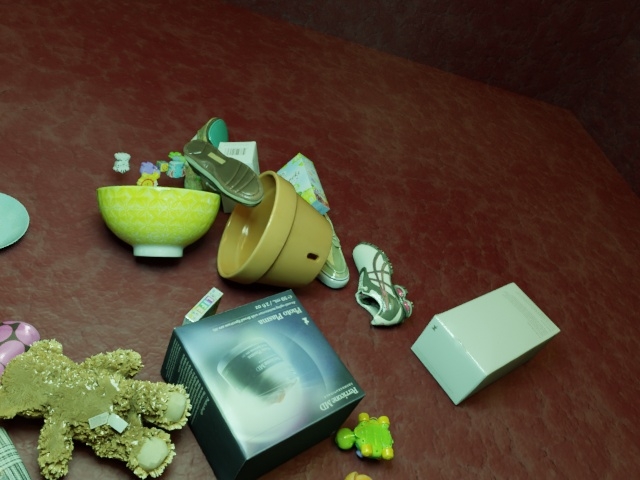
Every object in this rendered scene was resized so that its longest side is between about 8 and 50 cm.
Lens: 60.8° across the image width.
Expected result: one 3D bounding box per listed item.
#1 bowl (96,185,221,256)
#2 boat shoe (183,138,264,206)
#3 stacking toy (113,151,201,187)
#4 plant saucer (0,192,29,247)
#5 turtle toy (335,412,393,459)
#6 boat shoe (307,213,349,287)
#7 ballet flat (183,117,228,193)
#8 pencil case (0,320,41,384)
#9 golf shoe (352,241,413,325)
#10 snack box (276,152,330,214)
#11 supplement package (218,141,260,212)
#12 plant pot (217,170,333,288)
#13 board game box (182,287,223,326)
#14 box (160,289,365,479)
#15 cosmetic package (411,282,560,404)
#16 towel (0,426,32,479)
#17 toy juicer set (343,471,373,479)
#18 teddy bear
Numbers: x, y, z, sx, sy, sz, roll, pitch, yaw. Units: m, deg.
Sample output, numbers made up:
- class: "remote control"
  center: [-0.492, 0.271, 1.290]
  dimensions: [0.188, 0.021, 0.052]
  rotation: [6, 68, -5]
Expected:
- class: "bowl"
  center: [-0.390, -0.039, 1.323]
  dimensions: [0.289, 0.289, 0.156]
  rotation: [2, 88, -26]
- class: "boat shoe"
  center: [-0.235, -0.153, 1.356]
  dimensions: [0.095, 0.095, 0.257]
  rotation: [-36, 62, -28]
- class: "stacking toy"
  center: [-0.413, -0.183, 1.441]
  dimensions: [0.221, 0.052, 0.167]
  rotation: [-11, 33, -44]
- class: "plant saucer"
  center: [-0.770, -0.036, 1.235]
  dimensions: [0.194, 0.037, 0.195]
  rotation: [15, 41, -14]
- class: "turtle toy"
  center: [0.097, 0.431, 1.181]
  dimensions: [0.130, 0.066, 0.095]
  rotation: [14, 43, -15]
- class: "boat shoe"
  center: [0.000, 0.000, 1.562]
  dimensions: [0.109, 0.094, 0.302]
  rotation: [-5, 50, -32]
- class: "ballet flat"
  center: [-0.352, -0.257, 1.646]
  dimensions: [0.123, 0.123, 0.349]
  rotation: [13, 41, -16]
- class: "pencil case"
  center: [-0.613, 0.240, 0.993]
  dimensions: [0.098, 0.095, 0.209]
  rotation: [1, 35, 18]
- class: "golf shoe"
  center: [0.146, 0.115, 1.518]
  dimensions: [0.120, 0.105, 0.273]
  rotation: [-11, 52, -27]
- class: "snack box"
  center: [-0.080, -0.124, 1.586]
  dimensions: [0.070, 0.174, 0.207]
  rotation: [32, 28, -42]
- class: "supplement package"
  center: [-0.229, -0.177, 1.545]
  dimensions: [0.105, 0.179, 0.105]
  rotation: [-1, 43, 0]
- class: "plant pot"
  center: [-0.107, -0.004, 1.395]
  dimensions: [0.203, 0.291, 0.291]
  rotation: [26, 37, -28]
- class: "board game box"
  center: [-0.267, 0.185, 1.180]
  dimensions: [0.026, 0.154, 0.103]
  rotation: [33, 41, 6]
- class: "box"
  center: [-0.121, 0.294, 1.124]
  dimensions: [0.296, 0.183, 0.294]
  rotation: [-16, 57, -38]
- class: "cosmetic package"
  center: [0.451, 0.266, 1.476]
  dimensions: [0.365, 0.155, 0.197]
  rotation: [-13, 54, -37]
- class: "towel"
  center: [-0.579, 0.463, 0.797]
  dimensions: [0.324, 0.056, 0.312]
  rotation: [-21, 59, -40]
- class: "toy juicer set"
  center: [0.119, 0.586, 1.017]
  dimensions: [0.209, 0.090, 0.329]
  rotation: [-13, 43, -44]
- class: "teddy bear"
  center: [-0.409, 0.308, 0.999]
  dimensions: [0.337, 0.113, 0.245]
  rotation: [5, 67, -11]
